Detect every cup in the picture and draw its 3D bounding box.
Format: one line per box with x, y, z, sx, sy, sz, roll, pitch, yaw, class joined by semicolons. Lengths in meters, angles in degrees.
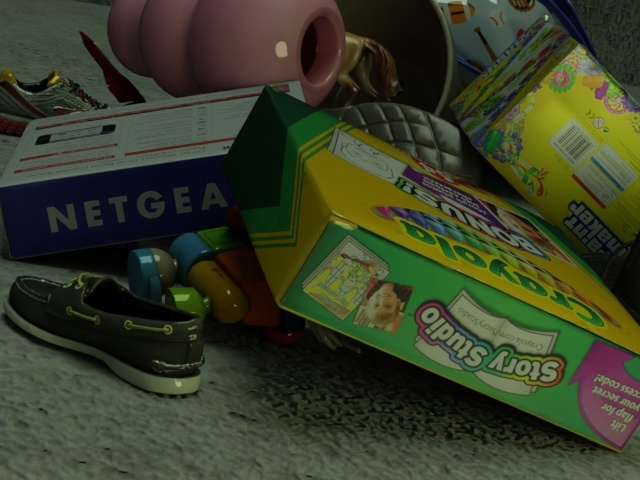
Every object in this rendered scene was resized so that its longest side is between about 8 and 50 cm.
0.060;-0.213;2.227;0.331;0.331;0.237;17;-4;22;cup

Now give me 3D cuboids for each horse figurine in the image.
-0.005;-0.223;2.091;0.263;0.174;0.066;-4;-6;22;horse figurine

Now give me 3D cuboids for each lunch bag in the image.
0.251;-0.281;2.456;0.385;0.239;0.328;35;-18;3;lunch bag

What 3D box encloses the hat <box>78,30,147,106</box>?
-0.195;-0.169;2.033;0.173;0.183;0.208;18;16;33;hat

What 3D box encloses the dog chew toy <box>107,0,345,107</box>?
-0.135;-0.262;1.977;0.332;0.206;0.206;13;13;32;dog chew toy

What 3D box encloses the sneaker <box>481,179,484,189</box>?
0.224;-0.094;2.379;0.035;0.031;0.083;-10;17;-20;sneaker

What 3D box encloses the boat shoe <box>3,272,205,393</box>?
-0.190;0.066;1.368;0.228;0.069;0.081;21;17;33;boat shoe

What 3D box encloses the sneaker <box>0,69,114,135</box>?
-0.354;-0.188;2.175;0.225;0.093;0.088;7;15;-18;sneaker

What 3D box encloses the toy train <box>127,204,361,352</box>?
-0.080;0.058;1.452;0.143;0.105;0.248;-11;27;-23;toy train

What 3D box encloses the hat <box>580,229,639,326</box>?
0.397;0.056;1.587;0.331;0.134;0.331;16;25;-8;hat

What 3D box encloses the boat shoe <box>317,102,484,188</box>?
0.050;-0.099;2.007;0.355;0.132;0.130;11;-24;24;boat shoe

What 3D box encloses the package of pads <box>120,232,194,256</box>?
-0.172;0.005;1.690;0.083;0.032;0.050;2;14;-31;package of pads

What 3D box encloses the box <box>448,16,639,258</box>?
0.334;-0.107;1.947;0.290;0.177;0.279;44;10;-11;box

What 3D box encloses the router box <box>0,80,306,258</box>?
-0.173;-0.086;1.719;0.335;0.082;0.301;-8;18;0;router box

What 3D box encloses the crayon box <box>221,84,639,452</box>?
0.108;0.019;1.427;0.363;0.106;0.313;24;16;-22;crayon box
